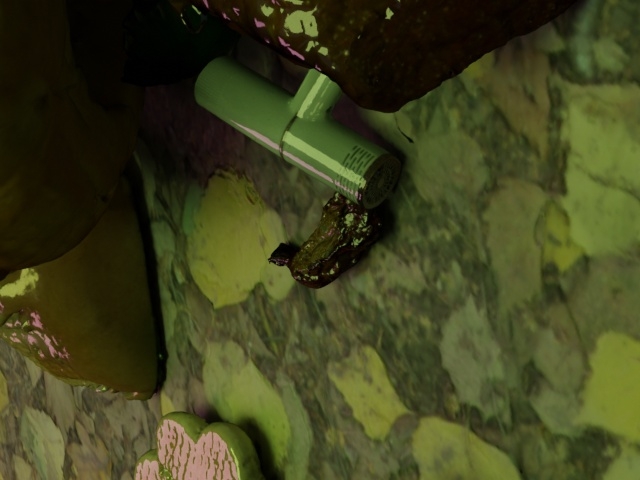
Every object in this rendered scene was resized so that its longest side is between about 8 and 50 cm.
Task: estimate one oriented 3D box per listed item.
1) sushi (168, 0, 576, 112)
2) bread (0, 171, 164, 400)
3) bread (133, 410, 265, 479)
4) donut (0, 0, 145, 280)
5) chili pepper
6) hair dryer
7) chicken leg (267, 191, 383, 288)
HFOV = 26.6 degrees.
[{"bbox_3d":[-0.008,-0.186,0.757,0.296,0.167,0.179,36,111,41],"label":"sushi"},{"bbox_3d":[-0.247,0.033,1.229,0.174,0.133,0.251,4,105,57],"label":"bread"},{"bbox_3d":[-0.098,0.242,1.166,0.181,0.039,0.250,58,142,26],"label":"bread"},{"bbox_3d":[-0.247,-0.175,0.974,0.449,0.198,0.448,-1,-90,-85],"label":"donut"},{"bbox_3d":[-0.086,-0.234,0.943,0.148,0.116,0.264,23,120,33],"label":"chili pepper"},{"bbox_3d":[0.004,-0.134,0.879,0.155,0.044,0.183,32,117,25],"label":"hair dryer"},{"bbox_3d":[0.000,0.004,0.949,0.145,0.037,0.062,-40,46,52],"label":"chicken leg"}]
